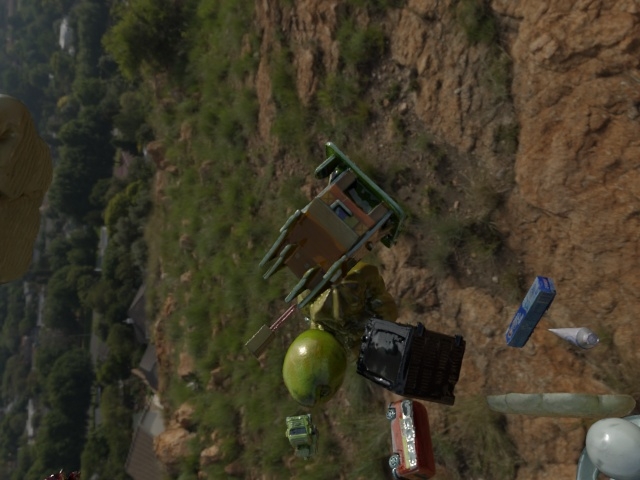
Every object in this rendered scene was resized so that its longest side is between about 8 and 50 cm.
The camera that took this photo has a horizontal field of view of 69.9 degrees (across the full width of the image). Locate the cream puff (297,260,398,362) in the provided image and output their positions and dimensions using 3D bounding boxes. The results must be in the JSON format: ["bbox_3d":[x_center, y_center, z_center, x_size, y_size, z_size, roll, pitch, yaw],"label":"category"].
[{"bbox_3d":[0.098,0.214,1.533,0.275,0.378,0.378,121,139,-58],"label":"cream puff"}]

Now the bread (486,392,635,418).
[{"bbox_3d":[0.553,0.383,1.061,0.316,0.316,0.054,-26,54,51],"label":"bread"}]

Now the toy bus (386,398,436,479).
[{"bbox_3d":[0.302,0.654,1.519,0.120,0.121,0.265,-40,31,34],"label":"toy bus"}]

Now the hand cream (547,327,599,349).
[{"bbox_3d":[0.655,0.250,1.174,0.142,0.084,0.053,106,-171,-80],"label":"hand cream"}]

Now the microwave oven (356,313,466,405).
[{"bbox_3d":[0.223,0.301,1.195,0.247,0.188,0.178,-10,62,70],"label":"microwave oven"}]

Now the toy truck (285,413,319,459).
[{"bbox_3d":[-0.055,0.663,1.517,0.191,0.085,0.116,75,-173,-46],"label":"toy truck"}]

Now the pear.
[{"bbox_3d":[-0.012,0.348,1.240,0.219,0.188,0.187,-82,11,-68],"label":"pear"}]

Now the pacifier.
[{"bbox_3d":[0.567,0.387,0.775,0.288,0.269,0.343,-53,15,-13],"label":"pacifier"}]

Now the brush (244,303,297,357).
[{"bbox_3d":[-0.165,0.308,1.622,0.047,0.233,0.103,38,163,15],"label":"brush"}]

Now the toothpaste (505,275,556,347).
[{"bbox_3d":[0.638,0.226,1.403,0.066,0.053,0.272,-76,-6,-48],"label":"toothpaste"}]

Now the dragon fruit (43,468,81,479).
[{"bbox_3d":[-0.547,0.542,0.810,0.126,0.274,0.161,52,151,36],"label":"dragon fruit"}]

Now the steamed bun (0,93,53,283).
[{"bbox_3d":[-0.655,-0.085,0.809,0.368,0.255,0.342,137,145,-70],"label":"steamed bun"}]

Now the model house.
[{"bbox_3d":[0.000,0.000,1.086,0.242,0.313,0.357,48,174,11],"label":"model house"}]
